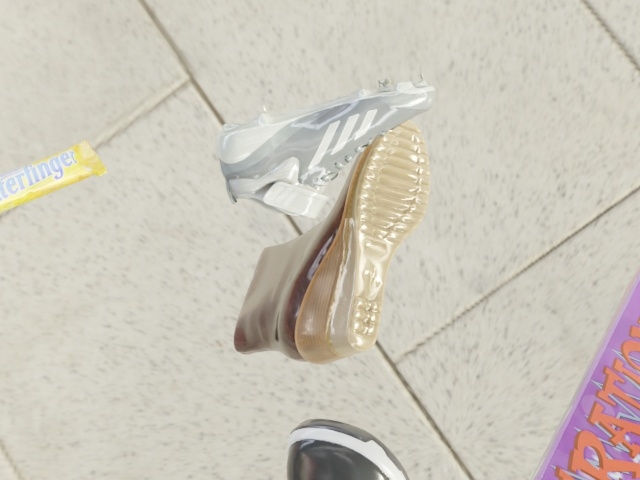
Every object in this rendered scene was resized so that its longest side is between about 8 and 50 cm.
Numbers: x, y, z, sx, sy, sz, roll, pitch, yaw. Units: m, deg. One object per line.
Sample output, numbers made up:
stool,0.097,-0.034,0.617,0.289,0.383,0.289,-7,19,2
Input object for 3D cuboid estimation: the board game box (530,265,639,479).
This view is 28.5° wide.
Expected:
board game box,0.211,0.145,0.635,0.208,0.347,0.056,27,129,12

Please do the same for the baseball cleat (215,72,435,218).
baseball cleat,0.011,-0.080,1.140,0.206,0.072,0.109,-14,95,-3

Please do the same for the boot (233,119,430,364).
boot,0.000,0.000,1.253,0.090,0.207,0.248,25,74,-33

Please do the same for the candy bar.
candy bar,-0.265,-0.051,1.133,0.161,0.018,0.040,-26,72,-40

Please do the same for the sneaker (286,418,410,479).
sneaker,0.021,0.235,0.847,0.084,0.097,0.235,-4,111,25
